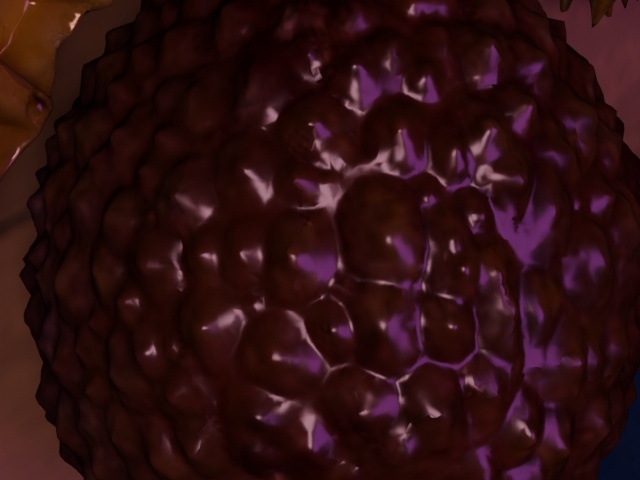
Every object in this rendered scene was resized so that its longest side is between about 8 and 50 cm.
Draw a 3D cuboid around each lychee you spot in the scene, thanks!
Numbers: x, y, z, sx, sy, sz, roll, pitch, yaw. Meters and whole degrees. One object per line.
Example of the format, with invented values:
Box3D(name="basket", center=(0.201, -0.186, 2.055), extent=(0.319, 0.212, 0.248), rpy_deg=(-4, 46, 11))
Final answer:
Box3D(name="lychee", center=(0.000, 0.000, 0.450), extent=(0.188, 0.188, 0.188), rpy_deg=(-13, 108, -45))

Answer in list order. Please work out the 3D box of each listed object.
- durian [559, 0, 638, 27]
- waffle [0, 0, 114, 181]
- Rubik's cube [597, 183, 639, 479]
Box3D(name="durian", center=(0.125, -0.172, 0.575), extent=(0.306, 0.172, 0.166), rpy_deg=(-6, 79, -38))
Box3D(name="waffle", center=(-0.158, -0.062, 0.355), extent=(0.219, 0.057, 0.229), rpy_deg=(41, 70, -44))
Box3D(name="Rubik's cube", center=(0.184, 0.122, 0.601), extent=(0.255, 0.259, 0.260), rpy_deg=(-9, 110, -36))
